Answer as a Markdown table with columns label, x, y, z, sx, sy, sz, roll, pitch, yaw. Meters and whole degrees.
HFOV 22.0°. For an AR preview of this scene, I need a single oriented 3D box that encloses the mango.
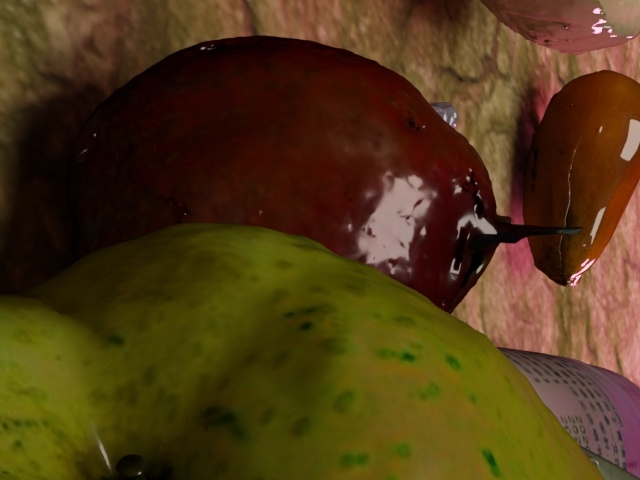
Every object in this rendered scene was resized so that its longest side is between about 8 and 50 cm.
| label | x | y | z | sx | sy | sz | roll | pitch | yaw |
| --- | --- | --- | --- | --- | --- | --- | --- | --- | --- |
| mango | 0.192 | -0.048 | 1.220 | 0.159 | 0.084 | 0.105 | -64 | 164 | 1 |

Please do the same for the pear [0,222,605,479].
| label | x | y | z | sx | sy | sz | roll | pitch | yaw |
| --- | --- | --- | --- | --- | --- | --- | --- | --- | --- |
| pear | -0.051 | 0.179 | 0.556 | 0.391 | 0.391 | 0.391 | -9 | 101 | -59 |

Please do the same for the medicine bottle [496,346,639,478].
| label | x | y | z | sx | sy | sz | roll | pitch | yaw |
| --- | --- | --- | --- | --- | --- | --- | --- | --- | --- |
| medicine bottle | 0.117 | 0.144 | 1.038 | 0.254 | 0.152 | 0.152 | 14 | 81 | -60 |

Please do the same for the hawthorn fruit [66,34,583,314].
| label | x | y | z | sx | sy | sz | roll | pitch | yaw |
| --- | --- | --- | --- | --- | --- | --- | --- | --- | --- |
| hawthorn fruit | 0.000 | 0.000 | 0.750 | 0.181 | 0.235 | 0.181 | 1 | 90 | -82 |

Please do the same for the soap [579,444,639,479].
| label | x | y | z | sx | sy | sz | roll | pitch | yaw |
| --- | --- | --- | --- | --- | --- | --- | --- | --- | --- |
| soap | 0.043 | 0.158 | 0.836 | 0.182 | 0.199 | 0.138 | -62 | 149 | -3 |

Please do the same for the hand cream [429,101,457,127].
| label | x | y | z | sx | sy | sz | roll | pitch | yaw |
| --- | --- | --- | --- | --- | --- | --- | --- | --- | --- |
| hand cream | 0.059 | -0.073 | 1.057 | 0.093 | 0.019 | 0.030 | -16 | 109 | -51 |

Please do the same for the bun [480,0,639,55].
| label | x | y | z | sx | sy | sz | roll | pitch | yaw |
| --- | --- | --- | --- | --- | --- | --- | --- | --- | --- |
| bun | 0.137 | -0.252 | 1.033 | 0.259 | 0.152 | 0.259 | -18 | 111 | -56 |
